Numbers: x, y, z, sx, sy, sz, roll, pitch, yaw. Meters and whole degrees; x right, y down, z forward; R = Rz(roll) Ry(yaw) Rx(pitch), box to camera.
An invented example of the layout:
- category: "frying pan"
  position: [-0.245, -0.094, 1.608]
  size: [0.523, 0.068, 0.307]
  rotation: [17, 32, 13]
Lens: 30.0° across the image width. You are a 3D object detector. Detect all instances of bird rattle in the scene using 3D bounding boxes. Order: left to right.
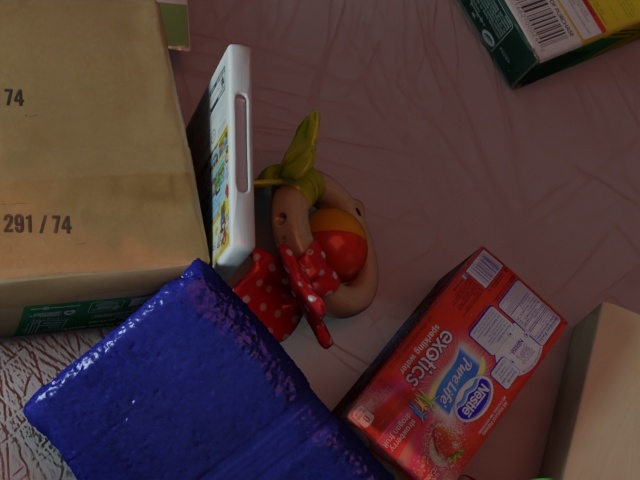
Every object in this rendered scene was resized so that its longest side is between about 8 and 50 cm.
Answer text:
- category: "bird rattle"
  position: [0.000, 0.000, 1.237]
  size: [0.207, 0.143, 0.253]
  rotation: [26, 39, -48]

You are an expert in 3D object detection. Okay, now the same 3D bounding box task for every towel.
- category: "towel"
  position: [-0.096, 0.197, 1.110]
  size: [0.228, 0.076, 0.308]
  rotation: [-39, 98, 4]

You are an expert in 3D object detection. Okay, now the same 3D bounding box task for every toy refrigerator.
- category: "toy refrigerator"
  position: [0.309, 0.215, 1.303]
  size: [0.102, 0.094, 0.269]
  rotation: [21, 63, -3]

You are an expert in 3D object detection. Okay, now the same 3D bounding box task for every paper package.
- category: "paper package"
  position: [-0.301, -0.067, 1.152]
  size: [0.325, 0.168, 0.309]
  rotation: [-6, 72, -22]

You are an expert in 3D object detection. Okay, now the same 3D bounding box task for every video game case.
- category: "video game case"
  position: [-0.106, -0.049, 1.179]
  size: [0.026, 0.227, 0.206]
  rotation: [5, 67, -19]

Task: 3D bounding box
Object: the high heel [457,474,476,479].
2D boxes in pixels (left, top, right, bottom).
- category: "high heel"
  position: [0.197, 0.360, 1.227]
  size: [0.117, 0.082, 0.244]
  rotation: [19, 43, -48]

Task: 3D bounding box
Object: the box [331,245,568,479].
- category: "box"
  position: [0.124, 0.147, 1.243]
  size: [0.128, 0.122, 0.257]
  rotation: [42, 62, 0]

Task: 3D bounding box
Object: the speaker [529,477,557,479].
- category: "speaker"
  position: [0.277, 0.359, 1.158]
  size: [0.296, 0.131, 0.131]
  rotation: [47, 58, -26]

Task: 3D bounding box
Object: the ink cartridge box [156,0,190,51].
- category: "ink cartridge box"
  position: [-0.236, -0.312, 1.339]
  size: [0.171, 0.056, 0.235]
  rotation: [2, 72, -19]

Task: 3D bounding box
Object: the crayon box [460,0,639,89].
- category: "crayon box"
  position: [0.332, -0.340, 1.540]
  size: [0.318, 0.081, 0.202]
  rotation: [-23, 78, -26]
